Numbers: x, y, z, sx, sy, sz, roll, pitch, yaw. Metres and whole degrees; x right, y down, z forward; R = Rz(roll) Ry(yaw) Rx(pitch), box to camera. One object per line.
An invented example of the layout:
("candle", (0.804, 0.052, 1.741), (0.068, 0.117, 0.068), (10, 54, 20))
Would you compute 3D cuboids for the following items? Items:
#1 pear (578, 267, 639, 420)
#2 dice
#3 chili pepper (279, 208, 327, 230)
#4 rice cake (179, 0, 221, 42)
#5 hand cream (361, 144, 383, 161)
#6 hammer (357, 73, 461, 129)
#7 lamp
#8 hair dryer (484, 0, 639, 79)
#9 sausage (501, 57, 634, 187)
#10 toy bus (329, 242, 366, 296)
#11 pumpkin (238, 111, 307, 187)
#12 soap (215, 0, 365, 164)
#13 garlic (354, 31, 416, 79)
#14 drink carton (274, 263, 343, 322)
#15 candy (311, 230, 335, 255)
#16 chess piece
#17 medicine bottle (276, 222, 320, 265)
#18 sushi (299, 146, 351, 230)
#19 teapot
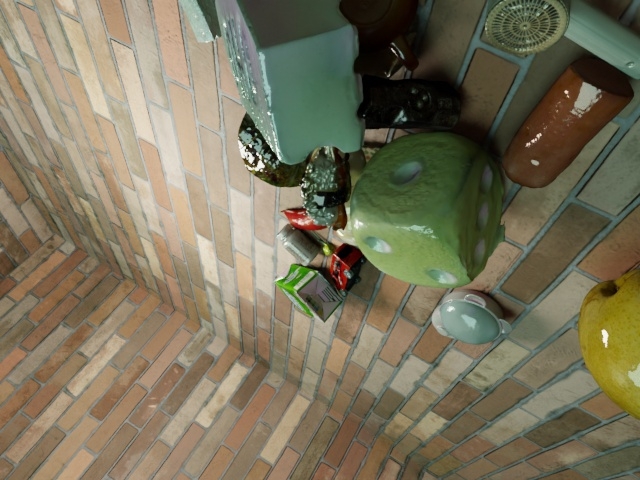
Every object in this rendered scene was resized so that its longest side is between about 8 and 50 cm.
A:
("pear", (0.665, 0.205, 0.992), (0.314, 0.314, 0.314), (25, 147, 18))
("dice", (0.228, -0.061, 1.070), (0.254, 0.252, 0.250), (6, 151, 42))
("chili pepper", (-0.016, -0.097, 1.462), (0.137, 0.092, 0.368), (54, 144, 1))
("rice cake", (-0.280, -0.544, 1.143), (0.069, 0.063, 0.207), (17, 143, 32))
("hand cream", (0.135, -0.207, 1.222), (0.165, 0.037, 0.057), (12, 142, 25))
("hammer", (0.075, -0.268, 1.075), (0.408, 0.242, 0.096), (10, 107, 59))
("lamp", (0.414, 0.233, 1.455), (0.179, 0.108, 0.246), (45, 148, -6))
("hair dryer", (0.404, -0.311, 0.739), (0.357, 0.173, 0.107), (23, 157, -16))
("sausage", (0.414, -0.190, 0.890), (0.113, 0.114, 0.259), (32, 147, 7))
("toy bus", (0.081, 0.098, 1.631), (0.089, 0.081, 0.195), (36, 150, 19))
("pumpkin", (-0.120, -0.222, 1.353), (0.163, 0.111, 0.279), (29, 149, 25))
("soap", (-0.073, -0.334, 0.899), (0.446, 0.156, 0.261), (-121, 18, -56))
("garlic", (0.038, -0.392, 1.013), (0.266, 0.149, 0.128), (31, -175, 1))
("drink carton", (-0.041, 0.180, 1.763), (0.161, 0.108, 0.271), (50, 166, -17))
("candy", (0.000, 0.000, 1.630), (0.123, 0.035, 0.035), (47, 145, -2))
("chess piece", (0.073, -0.122, 1.196), (0.167, 0.167, 0.300), (18, 159, 28))
("medicine bottle", (-0.076, 0.012, 1.666), (0.140, 0.079, 0.079), (42, 148, -9))
("sushi", (0.006, -0.112, 1.038), (0.097, 0.103, 0.226), (21, 129, 28))
("teapot", (0.097, -0.410, 0.895), (0.178, 0.135, 0.252), (-34, 104, 23))
